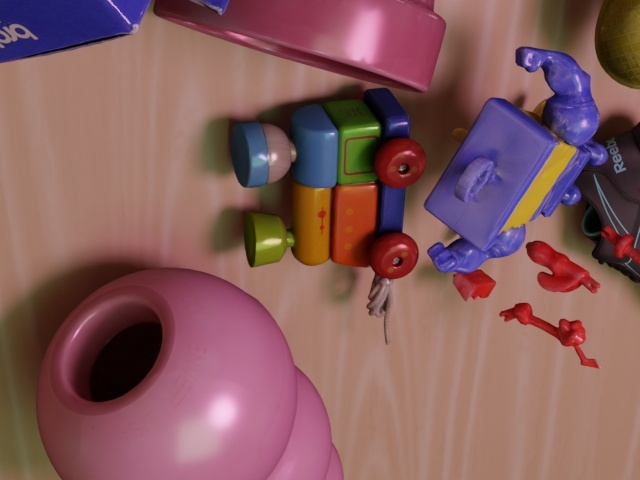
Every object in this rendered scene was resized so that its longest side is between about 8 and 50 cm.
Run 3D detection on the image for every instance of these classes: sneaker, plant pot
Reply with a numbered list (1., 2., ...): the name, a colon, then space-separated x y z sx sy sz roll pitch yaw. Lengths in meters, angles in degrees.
1. sneaker: 0.315 -0.010 1.277 0.106 0.101 0.267 -21 132 11
2. plant pot: 0.003 -0.214 0.899 0.201 0.201 0.180 12 97 -35

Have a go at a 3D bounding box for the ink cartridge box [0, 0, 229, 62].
1. ink cartridge box: -0.181 -0.281 0.690 0.395 0.151 0.270 47 52 -42

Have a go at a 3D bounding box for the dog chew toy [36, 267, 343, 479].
1. dog chew toy: -0.086 0.165 1.084 0.206 0.206 0.332 -40 139 -1

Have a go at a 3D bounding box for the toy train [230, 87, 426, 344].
1. toy train: 0.000 0.000 1.089 0.143 0.105 0.248 -7 123 -14

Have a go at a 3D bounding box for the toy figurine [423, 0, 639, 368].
1. toy figurine: 0.195 -0.061 1.030 0.217 0.191 0.362 -6 135 -52
